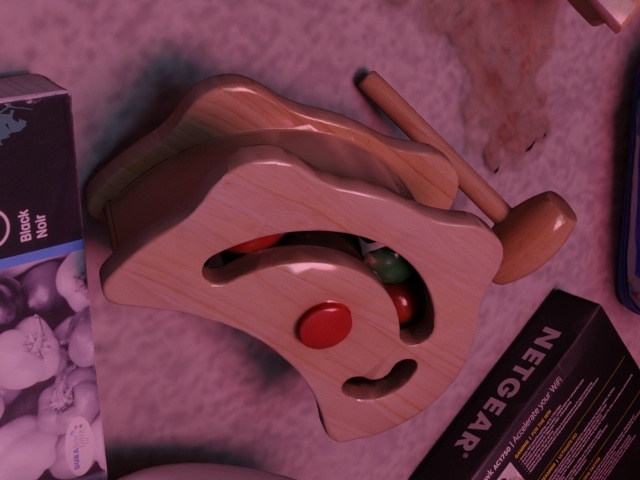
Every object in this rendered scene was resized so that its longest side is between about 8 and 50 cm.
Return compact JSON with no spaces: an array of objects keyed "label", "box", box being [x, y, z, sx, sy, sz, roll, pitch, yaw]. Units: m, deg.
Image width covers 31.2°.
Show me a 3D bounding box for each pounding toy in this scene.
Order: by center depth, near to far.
[{"label":"pounding toy","box":[0.000,0.000,0.633,0.269,0.155,0.154,17,121,-31]}]

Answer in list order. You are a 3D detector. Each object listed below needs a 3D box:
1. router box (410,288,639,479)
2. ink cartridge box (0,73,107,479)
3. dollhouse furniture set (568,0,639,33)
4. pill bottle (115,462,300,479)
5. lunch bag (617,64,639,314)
[{"label":"router box","box":[0.159,0.144,0.813,0.179,0.046,0.133,-49,127,-16]},{"label":"ink cartridge box","box":[-0.201,0.043,0.502,0.208,0.045,0.206,-15,113,-34]},{"label":"dollhouse furniture set","box":[0.321,-0.189,0.676,0.355,0.174,0.303,43,75,-12]},{"label":"pill bottle","box":[-0.065,0.316,0.577,0.204,0.204,0.361,6,104,-39]},{"label":"lunch bag","box":[0.305,-0.039,0.827,0.176,0.090,0.219,-7,107,-16]}]
